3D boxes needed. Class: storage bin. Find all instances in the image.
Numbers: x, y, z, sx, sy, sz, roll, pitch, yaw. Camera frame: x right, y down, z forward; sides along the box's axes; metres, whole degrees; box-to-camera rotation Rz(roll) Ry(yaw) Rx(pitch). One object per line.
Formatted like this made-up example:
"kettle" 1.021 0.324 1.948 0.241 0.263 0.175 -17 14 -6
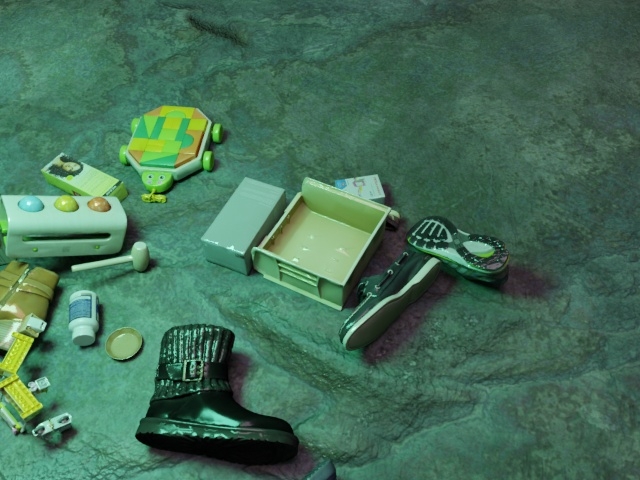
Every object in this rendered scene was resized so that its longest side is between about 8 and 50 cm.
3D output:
"storage bin" 0.000 0.000 1.577 0.261 0.123 0.262 22 56 17

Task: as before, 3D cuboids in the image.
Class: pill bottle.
"pill bottle" -0.552 0.182 1.476 0.067 0.067 0.120 -10 52 -7

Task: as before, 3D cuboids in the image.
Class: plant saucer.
"plant saucer" -0.453 0.240 1.462 0.084 0.015 0.083 0 52 0

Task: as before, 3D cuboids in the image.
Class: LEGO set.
"LEGO set" -0.641 0.304 1.360 0.132 0.107 0.287 -4 53 -41

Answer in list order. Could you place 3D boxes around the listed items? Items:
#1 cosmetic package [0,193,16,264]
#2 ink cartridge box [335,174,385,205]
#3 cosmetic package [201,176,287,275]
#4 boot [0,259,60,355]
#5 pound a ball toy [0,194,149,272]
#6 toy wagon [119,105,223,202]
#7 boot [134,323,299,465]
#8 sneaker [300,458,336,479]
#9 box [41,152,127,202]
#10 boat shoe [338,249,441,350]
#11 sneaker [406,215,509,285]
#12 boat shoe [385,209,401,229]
"cosmetic package" -0.938 -0.006 1.591 0.296 0.129 0.153 -13 55 -9
"ink cartridge box" 0.107 -0.126 1.719 0.123 0.052 0.088 -9 52 -7
"cosmetic package" -0.191 -0.040 1.627 0.127 0.107 0.238 20 58 16
"boot" -0.776 0.132 1.474 0.284 0.109 0.220 15 59 1
"pound a ball toy" -0.590 -0.027 1.537 0.319 0.135 0.208 -2 38 -36
"toy wagon" -0.437 -0.255 1.819 0.267 0.068 0.344 5 52 5
"boot" -0.199 0.311 1.328 0.348 0.131 0.260 7 52 7
"sneaker" -0.053 0.558 1.164 0.131 0.112 0.319 41 64 9
"box" -0.655 -0.161 1.755 0.232 0.058 0.087 24 56 18
"boat shoe" 0.141 0.123 1.476 0.113 0.127 0.340 36 59 27
"sneaker" 0.335 0.034 1.560 0.111 0.121 0.300 -44 43 -16
"boat shoe" 0.135 -0.062 1.665 0.152 0.056 0.049 8 51 4
